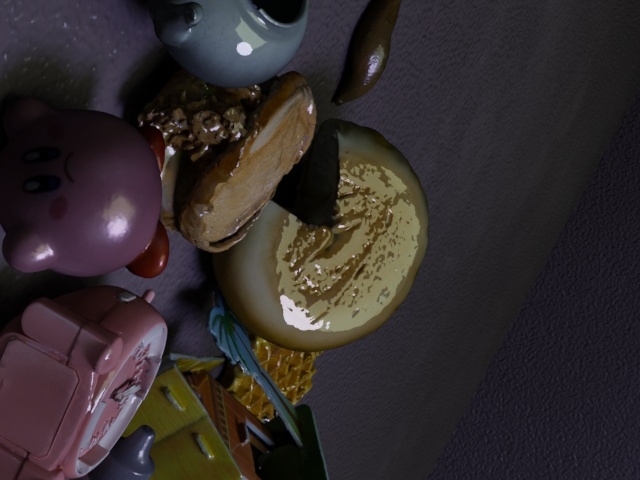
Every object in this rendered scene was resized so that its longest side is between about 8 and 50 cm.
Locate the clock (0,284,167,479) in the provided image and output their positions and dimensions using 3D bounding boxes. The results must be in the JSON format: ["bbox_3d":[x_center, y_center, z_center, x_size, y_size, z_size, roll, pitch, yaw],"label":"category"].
[{"bbox_3d":[-0.276,0.151,1.315,0.227,0.142,0.241,-64,169,15],"label":"clock"}]

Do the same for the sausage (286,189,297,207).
[{"bbox_3d":[-0.020,0.019,1.768,0.109,0.109,0.271,12,93,-68],"label":"sausage"}]

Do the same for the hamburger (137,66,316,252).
[{"bbox_3d":[-0.117,-0.110,1.378,0.243,0.146,0.286,-63,165,13],"label":"hamburger"}]

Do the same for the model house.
[{"bbox_3d":[-0.204,0.246,1.593,0.300,0.340,0.323,-29,133,13],"label":"model house"}]

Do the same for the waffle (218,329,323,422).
[{"bbox_3d":[-0.089,0.222,1.903,0.283,0.065,0.309,-62,154,-12],"label":"waffle"}]

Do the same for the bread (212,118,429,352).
[{"bbox_3d":[0.000,0.000,1.633,0.333,0.160,0.333,-5,101,-24],"label":"bread"}]

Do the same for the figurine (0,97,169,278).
[{"bbox_3d":[-0.238,-0.048,1.133,0.173,0.173,0.173,-49,153,-35],"label":"figurine"}]

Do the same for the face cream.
[{"bbox_3d":[-0.295,0.349,1.426,0.311,0.092,0.092,-55,161,14],"label":"face cream"}]

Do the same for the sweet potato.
[{"bbox_3d":[0.087,-0.315,1.742,0.069,0.059,0.250,-16,127,-88],"label":"sweet potato"}]

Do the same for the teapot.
[{"bbox_3d":[-0.089,-0.260,1.219,0.294,0.129,0.193,-38,109,-48],"label":"teapot"}]
